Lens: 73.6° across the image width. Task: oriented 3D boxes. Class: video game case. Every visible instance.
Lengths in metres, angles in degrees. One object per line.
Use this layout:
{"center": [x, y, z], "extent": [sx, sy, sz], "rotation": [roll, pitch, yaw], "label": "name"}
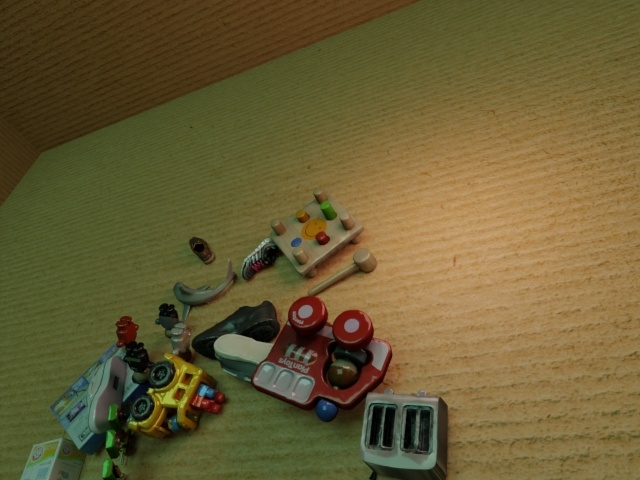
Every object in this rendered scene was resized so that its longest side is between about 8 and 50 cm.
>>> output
{"center": [-0.688, 0.491, 1.363], "extent": [0.244, 0.061, 0.269], "rotation": [19, 57, 38], "label": "video game case"}

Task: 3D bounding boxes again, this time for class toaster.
{"center": [0.179, 0.420, 0.915], "extent": [0.167, 0.110, 0.186], "rotation": [-6, 49, 26], "label": "toaster"}

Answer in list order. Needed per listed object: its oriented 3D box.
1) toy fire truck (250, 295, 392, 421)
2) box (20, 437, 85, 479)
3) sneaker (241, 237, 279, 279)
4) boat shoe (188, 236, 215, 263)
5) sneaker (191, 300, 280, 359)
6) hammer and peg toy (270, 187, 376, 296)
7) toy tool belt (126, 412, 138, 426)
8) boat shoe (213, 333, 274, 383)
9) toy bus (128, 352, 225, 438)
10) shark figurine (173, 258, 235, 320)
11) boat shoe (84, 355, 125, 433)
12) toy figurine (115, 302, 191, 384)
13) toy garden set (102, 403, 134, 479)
{"center": [0.008, 0.300, 1.049], "extent": [0.301, 0.169, 0.254], "rotation": [13, 56, 26], "label": "toy fire truck"}
{"center": [-0.772, 0.688, 1.215], "extent": [0.114, 0.103, 0.203], "rotation": [-17, 45, 14], "label": "box"}
{"center": [-0.205, 0.070, 1.474], "extent": [0.074, 0.063, 0.170], "rotation": [28, 74, 42], "label": "sneaker"}
{"center": [-0.472, 0.025, 1.672], "extent": [0.064, 0.060, 0.178], "rotation": [-42, 44, -11], "label": "boat shoe"}
{"center": [-0.258, 0.273, 1.316], "extent": [0.286, 0.109, 0.130], "rotation": [-18, 35, 5], "label": "sneaker"}
{"center": [0.000, 0.000, 1.380], "extent": [0.265, 0.127, 0.361], "rotation": [-36, 43, -4], "label": "hammer and peg toy"}
{"center": [-0.539, 0.523, 1.280], "extent": [0.051, 0.052, 0.083], "rotation": [11, 55, -2], "label": "toy tool belt"}
{"center": [-0.150, 0.354, 1.182], "extent": [0.319, 0.099, 0.116], "rotation": [14, 30, 20], "label": "boat shoe"}
{"center": [-0.385, 0.456, 1.196], "extent": [0.211, 0.150, 0.220], "rotation": [13, 60, 19], "label": "toy bus"}
{"center": [-0.424, 0.169, 1.482], "extent": [0.278, 0.116, 0.166], "rotation": [-17, 47, 18], "label": "shark figurine"}
{"center": [-0.647, 0.463, 1.268], "extent": [0.084, 0.095, 0.258], "rotation": [-26, 30, 5], "label": "boat shoe"}
{"center": [-0.517, 0.321, 1.339], "extent": [0.209, 0.148, 0.213], "rotation": [-19, 34, -32], "label": "toy figurine"}
{"center": [-0.531, 0.589, 1.133], "extent": [0.049, 0.204, 0.244], "rotation": [-1, 51, -17], "label": "toy garden set"}
